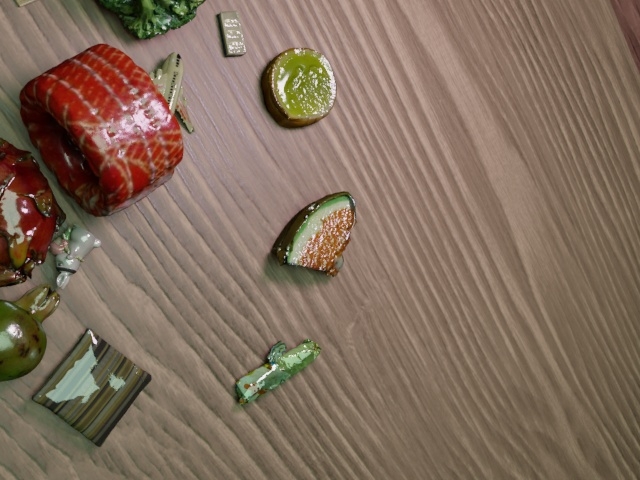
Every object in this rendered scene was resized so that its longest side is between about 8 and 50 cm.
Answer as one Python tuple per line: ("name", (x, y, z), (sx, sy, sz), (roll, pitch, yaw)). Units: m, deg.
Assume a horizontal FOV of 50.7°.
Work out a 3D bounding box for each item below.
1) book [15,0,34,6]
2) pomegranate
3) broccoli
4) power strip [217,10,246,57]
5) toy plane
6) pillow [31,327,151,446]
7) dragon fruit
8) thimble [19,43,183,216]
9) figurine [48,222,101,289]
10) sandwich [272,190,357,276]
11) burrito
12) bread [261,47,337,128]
("book", (-0.714, -0.659, 1.612), (0.118, 0.012, 0.172), (-34, 105, -25))
("pomegranate", (-0.686, 0.217, 1.518), (0.241, 0.159, 0.190), (-19, 98, -33))
("broccoli", (-0.413, -0.651, 1.630), (0.308, 0.275, 0.307), (1, 107, 2))
("power strip", (-0.244, -0.570, 1.857), (0.056, 0.032, 0.123), (-13, 94, -30))
("toy plane", (-0.394, -0.369, 1.722), (0.229, 0.092, 0.244), (32, 53, -60))
("pillow", (-0.552, 0.358, 1.646), (0.212, 0.052, 0.208), (45, 66, -22))
("dragon fruit", (-0.696, -0.060, 1.486), (0.250, 0.250, 0.315), (-31, 88, -26))
("thimble", (-0.499, -0.246, 1.541), (0.230, 0.350, 0.350), (-38, 106, -30))
("figurine", (-0.609, 0.036, 1.625), (0.098, 0.081, 0.146), (30, 75, 21))
("sandwich", (-0.001, -0.014, 1.937), (0.212, 0.109, 0.292), (35, 75, -30))
("burrito", (-0.124, 0.348, 1.885), (0.288, 0.054, 0.104), (-28, 100, -25))
("bread", (-0.059, -0.437, 1.935), (0.236, 0.070, 0.236), (1, 88, -30))
